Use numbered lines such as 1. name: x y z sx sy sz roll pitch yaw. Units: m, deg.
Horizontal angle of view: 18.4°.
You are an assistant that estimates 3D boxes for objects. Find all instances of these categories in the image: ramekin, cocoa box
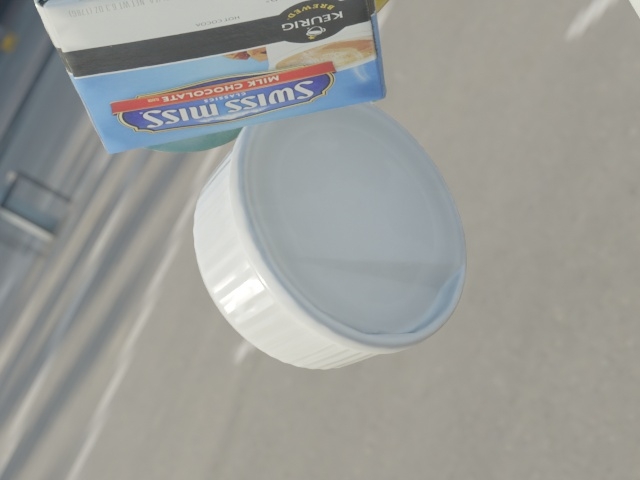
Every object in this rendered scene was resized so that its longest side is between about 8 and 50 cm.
1. ramekin: 0.000 0.000 1.896 0.127 0.273 0.273 -37 25 44
2. cocoa box: -0.095 -0.279 1.473 0.228 0.231 0.347 77 -178 -65

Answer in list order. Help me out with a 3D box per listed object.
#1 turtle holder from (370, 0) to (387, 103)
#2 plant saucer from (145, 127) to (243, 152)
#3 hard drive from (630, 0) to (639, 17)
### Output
1. turtle holder: 0.002 -0.334 2.268 0.243 0.227 0.320 101 163 -62
2. plant saucer: -0.173 -0.173 2.294 0.195 0.195 0.037 -76 -4 -52
3. hard drive: 0.239 -0.130 1.201 0.040 0.307 0.203 -39 53 5
